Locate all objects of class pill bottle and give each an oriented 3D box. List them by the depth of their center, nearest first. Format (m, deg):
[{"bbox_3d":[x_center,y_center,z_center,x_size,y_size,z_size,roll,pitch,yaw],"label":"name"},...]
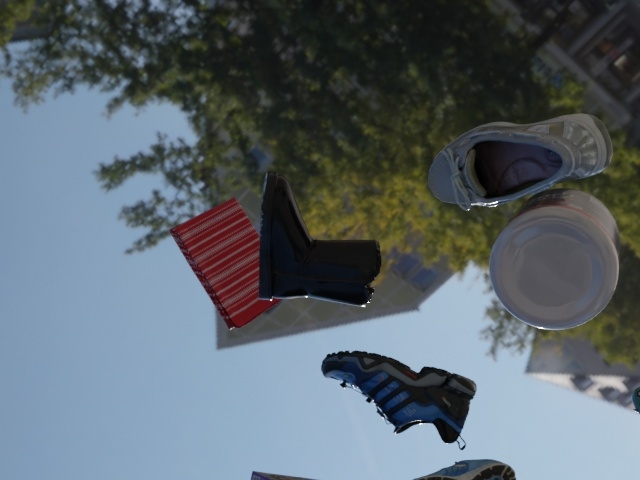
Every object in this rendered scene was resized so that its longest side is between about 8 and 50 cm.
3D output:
[{"bbox_3d":[0.434,0.017,1.599,0.210,0.210,0.363,47,-159,5],"label":"pill bottle"}]

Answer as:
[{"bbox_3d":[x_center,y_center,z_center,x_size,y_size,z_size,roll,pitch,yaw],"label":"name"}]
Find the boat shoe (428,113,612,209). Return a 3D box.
[{"bbox_3d":[0.259,-0.108,1.262,0.103,0.320,0.118,-21,-80,-34],"label":"boat shoe"}]

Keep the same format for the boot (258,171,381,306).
[{"bbox_3d":[0.000,0.000,1.492,0.207,0.246,0.094,2,-152,-2],"label":"boot"}]

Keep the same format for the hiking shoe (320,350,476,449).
[{"bbox_3d":[0.128,0.283,1.612,0.304,0.132,0.113,9,168,29],"label":"hiking shoe"}]

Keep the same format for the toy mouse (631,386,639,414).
[{"bbox_3d":[0.634,0.311,1.699,0.161,0.031,0.143,-21,-91,-48],"label":"toy mouse"}]

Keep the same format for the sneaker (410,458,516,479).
[{"bbox_3d":[0.192,0.347,1.245,0.073,0.162,0.063,-117,17,-86],"label":"sneaker"}]

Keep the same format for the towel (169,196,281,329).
[{"bbox_3d":[-0.198,0.050,2.018,0.199,0.031,0.275,-30,-95,-36],"label":"towel"}]

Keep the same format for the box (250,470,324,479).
[{"bbox_3d":[0.016,0.492,1.627,0.201,0.057,0.293,15,171,-27],"label":"box"}]
